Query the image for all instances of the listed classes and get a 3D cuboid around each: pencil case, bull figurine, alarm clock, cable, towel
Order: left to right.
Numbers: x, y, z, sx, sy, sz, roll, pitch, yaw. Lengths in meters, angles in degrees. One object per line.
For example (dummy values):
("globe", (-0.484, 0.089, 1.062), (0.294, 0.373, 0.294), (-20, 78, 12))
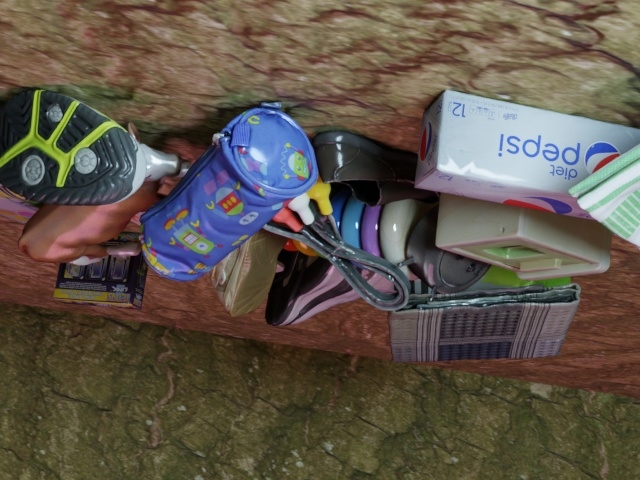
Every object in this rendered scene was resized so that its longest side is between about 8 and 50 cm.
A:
("bull figurine", (-0.288, -0.056, 1.736), (0.310, 0.101, 0.188), (-29, 157, 29))
("pencil case", (-0.126, -0.055, 1.565), (0.133, 0.119, 0.306), (28, 144, -19))
("cable", (0.000, 0.000, 1.658), (0.139, 0.287, 0.072), (-30, -166, 21))
("alarm clock", (0.198, -0.004, 1.685), (0.064, 0.192, 0.129), (38, 175, 44))
("towel", (0.268, 0.137, 2.068), (0.312, 0.056, 0.324), (-3, 159, 2))
("towel", (0.436, -0.057, 1.337), (0.248, 0.038, 0.325), (-35, 146, 22))

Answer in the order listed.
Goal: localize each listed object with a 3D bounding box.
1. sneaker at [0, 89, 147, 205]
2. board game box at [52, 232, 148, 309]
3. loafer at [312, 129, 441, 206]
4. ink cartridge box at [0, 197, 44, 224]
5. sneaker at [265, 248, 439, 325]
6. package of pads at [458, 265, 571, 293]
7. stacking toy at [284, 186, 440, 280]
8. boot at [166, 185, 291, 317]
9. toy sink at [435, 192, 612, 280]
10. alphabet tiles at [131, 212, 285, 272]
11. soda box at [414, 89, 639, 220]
("sneaker", (-0.367, -0.119, 1.622), (0.385, 0.145, 0.147), (10, 180, 33))
("board game box", (-0.415, 0.055, 2.354), (0.170, 0.141, 0.048), (4, 167, 19))
("loafer", (0.075, -0.078, 1.616), (0.220, 0.078, 0.080), (16, 165, -34))
("ink cartridge box", (-0.481, -0.082, 1.887), (0.255, 0.097, 0.189), (-1, 165, 29))
("sneaker", (0.067, 0.077, 2.105), (0.258, 0.169, 0.447), (13, 164, -15))
("package of pads", (0.291, 0.105, 2.253), (0.297, 0.101, 0.229), (7, 167, 3))
("stacking toy", (0.010, -0.020, 1.817), (0.330, 0.141, 0.141), (3, 167, 36))
("boot", (-0.134, -0.044, 1.806), (0.095, 0.262, 0.203), (-16, -132, -41))
("toy sink", (0.289, -0.025, 1.607), (0.234, 0.131, 0.153), (16, 165, -36))
("alphabet tiles", (-0.209, 0.001, 2.111), (0.278, 0.021, 0.284), (29, 161, -20))
("soda box", (0.259, -0.090, 1.419), (0.286, 0.098, 0.091), (9, 167, -11))
